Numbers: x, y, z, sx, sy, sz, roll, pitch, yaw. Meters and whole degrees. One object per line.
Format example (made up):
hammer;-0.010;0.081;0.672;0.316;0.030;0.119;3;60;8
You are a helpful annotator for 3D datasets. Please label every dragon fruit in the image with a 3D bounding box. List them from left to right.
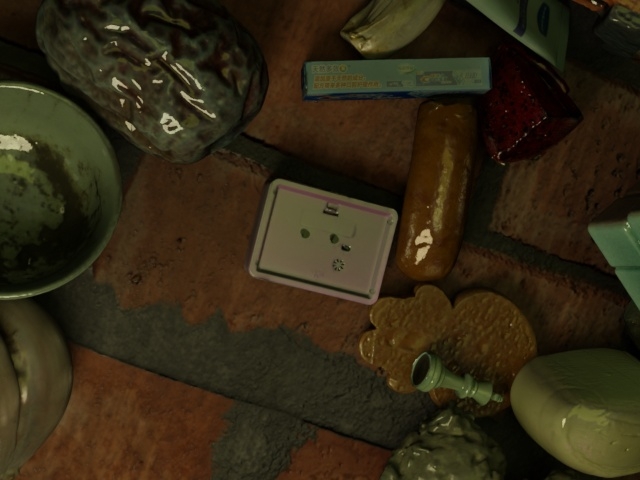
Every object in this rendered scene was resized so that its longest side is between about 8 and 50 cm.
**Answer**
dragon fruit;0.300;-0.207;1.668;0.127;0.120;0.161;-35;71;30

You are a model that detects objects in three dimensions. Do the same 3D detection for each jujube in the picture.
jujube;-0.225;-0.249;1.473;0.317;0.226;0.226;41;84;-7

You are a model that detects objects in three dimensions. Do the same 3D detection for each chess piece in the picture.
chess piece;0.209;0.215;1.640;0.149;0.059;0.059;23;88;-22

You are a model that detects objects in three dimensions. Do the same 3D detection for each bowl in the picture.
bowl;-0.413;-0.054;1.452;0.289;0.146;0.289;4;77;-17

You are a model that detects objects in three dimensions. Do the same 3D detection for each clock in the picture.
clock;0.000;0.000;1.609;0.197;0.063;0.150;14;90;-14

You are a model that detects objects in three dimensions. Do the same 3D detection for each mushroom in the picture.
mushroom;0.148;-0.416;1.610;0.122;0.095;0.351;27;86;6

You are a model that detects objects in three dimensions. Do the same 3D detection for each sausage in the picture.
sausage;0.173;-0.071;1.628;0.109;0.109;0.270;8;94;-14

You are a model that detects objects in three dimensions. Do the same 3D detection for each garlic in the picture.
garlic;-0.484;0.145;1.469;0.340;0.231;0.246;41;128;3

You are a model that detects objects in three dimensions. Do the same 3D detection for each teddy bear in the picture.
teddy bear;0.236;0.420;1.645;0.357;0.224;0.367;-22;83;-10

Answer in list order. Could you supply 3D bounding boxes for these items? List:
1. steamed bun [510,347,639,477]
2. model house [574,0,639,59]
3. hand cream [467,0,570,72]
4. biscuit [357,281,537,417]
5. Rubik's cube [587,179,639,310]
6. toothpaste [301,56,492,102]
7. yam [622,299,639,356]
steamed bun;0.419;0.264;1.649;0.250;0.200;0.155;-2;111;-23
model house;0.391;-0.451;1.639;0.301;0.190;0.271;22;90;1
hand cream;0.262;-0.356;1.598;0.320;0.067;0.109;24;68;-40
biscuit;0.195;0.162;1.675;0.288;0.044;0.202;11;93;-13
Rubik's cube;0.636;0.008;1.547;0.319;0.316;0.322;-37;98;-16
toothpaste;0.109;-0.233;1.604;0.272;0.066;0.053;-2;90;-6
yam;0.545;0.157;1.730;0.107;0.107;0.183;-29;98;-10
